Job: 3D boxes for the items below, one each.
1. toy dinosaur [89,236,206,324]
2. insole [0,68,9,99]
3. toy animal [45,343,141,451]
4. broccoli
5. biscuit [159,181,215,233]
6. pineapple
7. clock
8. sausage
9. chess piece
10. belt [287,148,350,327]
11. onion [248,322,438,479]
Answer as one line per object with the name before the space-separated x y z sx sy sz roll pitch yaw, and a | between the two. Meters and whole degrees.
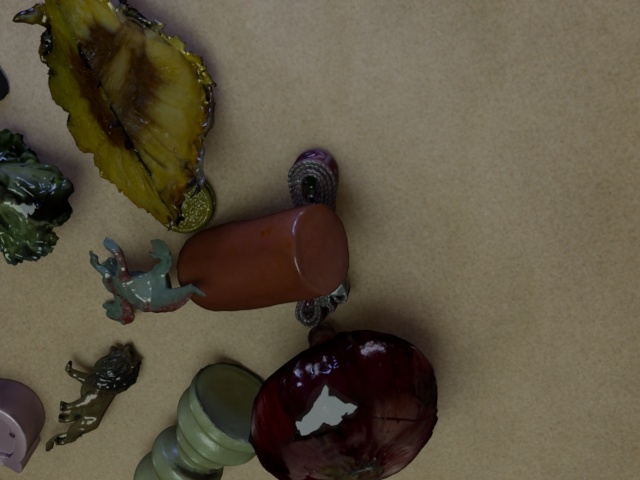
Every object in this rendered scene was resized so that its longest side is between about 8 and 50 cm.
toy dinosaur | -0.214 0.065 1.734 0.242 0.053 0.167 17 134 37
insole | -0.468 -0.247 1.729 0.064 0.004 0.188 -40 101 26
toy animal | -0.330 0.223 1.887 0.086 0.069 0.220 28 122 -23
broccoli | -0.445 -0.070 1.657 0.165 0.304 0.145 43 103 36
biscuit | -0.175 -0.049 1.744 0.084 0.023 0.084 6 117 12
pineapple | -0.234 -0.186 1.649 0.334 0.158 0.161 55 153 -10
clock | -0.544 0.207 1.924 0.275 0.080 0.290 -6 115 16
sausage | -0.082 0.028 1.676 0.259 0.113 0.113 -12 114 46
chess piece | -0.169 0.286 1.858 0.133 0.133 0.243 37 125 -6
belt | 0.000 0.000 1.711 0.071 0.053 0.232 2 115 11
onion | 0.024 0.201 1.725 0.252 0.219 0.252 -18 149 -11
